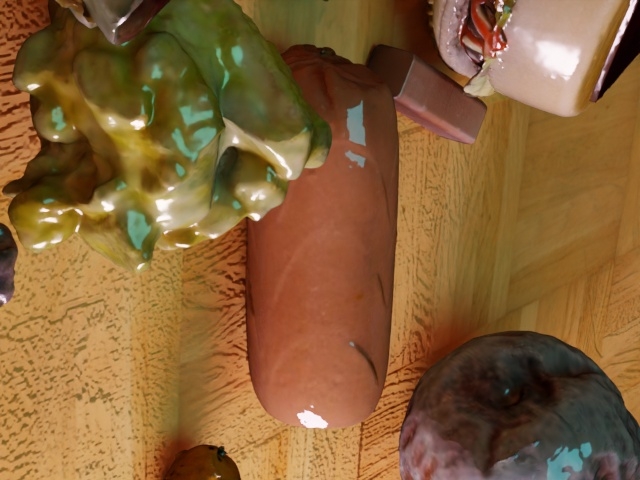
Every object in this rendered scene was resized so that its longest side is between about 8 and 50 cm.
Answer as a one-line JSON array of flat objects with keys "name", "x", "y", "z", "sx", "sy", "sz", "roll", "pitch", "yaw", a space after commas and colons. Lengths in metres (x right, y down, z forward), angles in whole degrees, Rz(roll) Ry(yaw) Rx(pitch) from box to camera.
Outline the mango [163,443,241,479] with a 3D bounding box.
[{"name": "mango", "x": -0.101, "y": 0.219, "z": 1.085, "sx": 0.077, "sy": 0.063, "sz": 0.127, "roll": -19, "pitch": 126, "yaw": -53}]

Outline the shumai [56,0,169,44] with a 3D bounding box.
[{"name": "shumai", "x": -0.151, "y": -0.242, "z": 0.689, "sx": 0.222, "sy": 0.204, "sz": 0.272, "roll": -54, "pitch": 137, "yaw": -24}]

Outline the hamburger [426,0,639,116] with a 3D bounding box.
[{"name": "hamburger", "x": 0.218, "y": -0.251, "z": 1.164, "sx": 0.302, "sy": 0.170, "sz": 0.302, "roll": -49, "pitch": 162, "yaw": -21}]

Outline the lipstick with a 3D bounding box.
[{"name": "lipstick", "x": 0.094, "y": -0.127, "z": 1.196, "sx": 0.145, "sy": 0.045, "sz": 0.045, "roll": 23, "pitch": 90, "yaw": -55}]

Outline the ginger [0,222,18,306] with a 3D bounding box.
[{"name": "ginger", "x": -0.282, "y": -0.027, "z": 0.733, "sx": 0.290, "sy": 0.084, "sz": 0.122, "roll": 43, "pitch": 50, "yaw": -48}]

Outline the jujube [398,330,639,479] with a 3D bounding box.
[{"name": "jujube", "x": 0.204, "y": 0.228, "z": 1.362, "sx": 0.246, "sy": 0.215, "sz": 0.308, "roll": -42, "pitch": 141, "yaw": -19}]

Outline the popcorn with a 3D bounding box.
[{"name": "popcorn", "x": -0.107, "y": -0.074, "z": 0.842, "sx": 0.187, "sy": 0.167, "sz": 0.185, "roll": 3, "pitch": 131, "yaw": -52}]

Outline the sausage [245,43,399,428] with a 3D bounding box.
[{"name": "sausage", "x": 0.000, "y": -0.001, "z": 1.067, "sx": 0.121, "sy": 0.121, "sz": 0.304, "roll": -26, "pitch": 126, "yaw": -45}]
